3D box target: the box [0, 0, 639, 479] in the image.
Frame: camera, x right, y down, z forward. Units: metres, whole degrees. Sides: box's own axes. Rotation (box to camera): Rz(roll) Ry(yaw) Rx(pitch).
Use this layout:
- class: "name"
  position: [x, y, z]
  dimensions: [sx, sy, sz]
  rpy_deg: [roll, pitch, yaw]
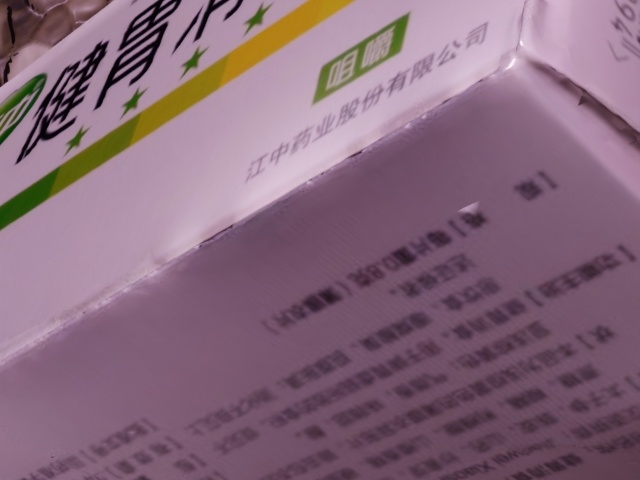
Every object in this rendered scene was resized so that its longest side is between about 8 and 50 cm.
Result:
- class: "box"
  position: [-0.002, 0.001, 0.584]
  dimensions: [0.333, 0.145, 0.173]
  rpy_deg: [-29, 31, 39]
